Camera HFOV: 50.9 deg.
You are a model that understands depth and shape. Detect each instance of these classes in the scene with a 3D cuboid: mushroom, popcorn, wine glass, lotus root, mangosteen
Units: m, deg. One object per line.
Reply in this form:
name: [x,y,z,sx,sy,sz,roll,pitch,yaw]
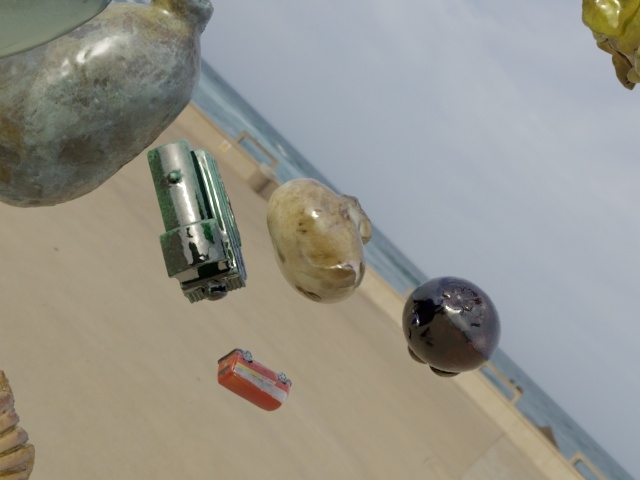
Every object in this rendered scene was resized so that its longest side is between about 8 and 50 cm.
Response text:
mushroom: [0.000,0.000,1.221,0.255,0.184,0.255,44,-36,45]
popcorn: [0.696,-0.415,1.302,0.292,0.293,0.334,39,3,-42]
wine glass: [-0.172,-0.261,0.536,0.096,0.309,0.264,77,-1,-51]
lotus root: [-0.255,-0.153,0.737,0.175,0.349,0.175,57,4,-7]
mangosteen: [0.249,0.179,1.322,0.194,0.194,0.230,46,-34,26]

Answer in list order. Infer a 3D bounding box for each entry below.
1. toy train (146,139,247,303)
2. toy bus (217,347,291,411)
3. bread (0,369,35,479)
toy train: [-0.243,-0.047,1.287,0.178,0.138,0.330,77,-5,-75]
toy bus: [-0.144,0.312,1.479,0.174,0.079,0.077,37,33,-24]
bread: [-0.531,0.295,0.899,0.274,0.274,0.149,43,1,-12]
